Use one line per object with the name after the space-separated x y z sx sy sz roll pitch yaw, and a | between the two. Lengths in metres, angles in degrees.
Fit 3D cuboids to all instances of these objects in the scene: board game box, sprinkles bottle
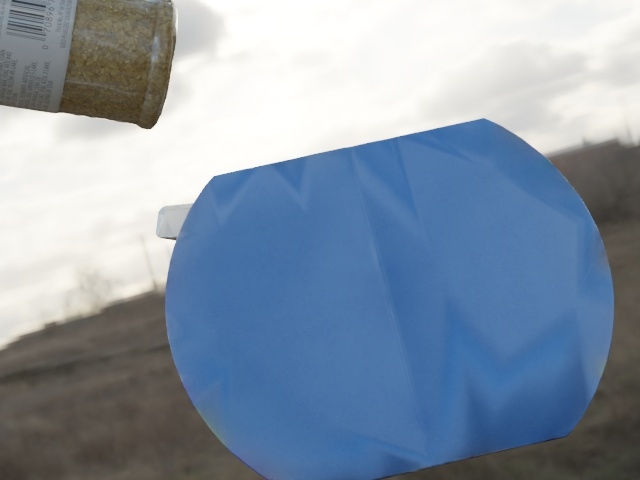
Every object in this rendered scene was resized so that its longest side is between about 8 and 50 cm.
0.027 0.028 0.547 0.169 0.133 0.033 -13 -23 -4 | board game box
-0.306 -0.178 1.215 0.355 0.121 0.121 8 -7 -13 | sprinkles bottle

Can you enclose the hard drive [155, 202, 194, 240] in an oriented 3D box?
0.000 0.000 1.570 0.307 0.040 0.203 9 -6 -32 | hard drive
